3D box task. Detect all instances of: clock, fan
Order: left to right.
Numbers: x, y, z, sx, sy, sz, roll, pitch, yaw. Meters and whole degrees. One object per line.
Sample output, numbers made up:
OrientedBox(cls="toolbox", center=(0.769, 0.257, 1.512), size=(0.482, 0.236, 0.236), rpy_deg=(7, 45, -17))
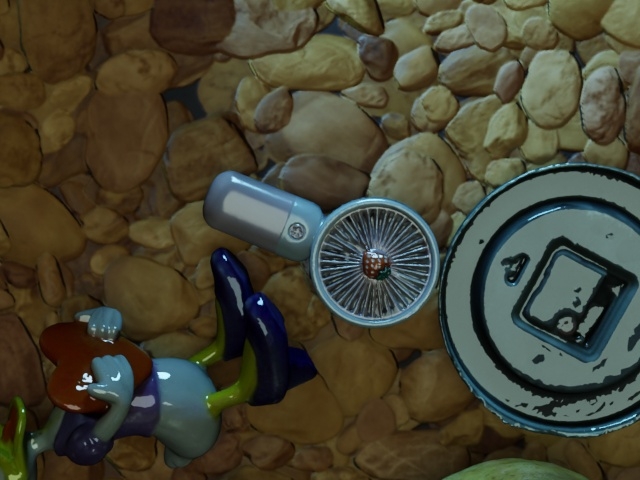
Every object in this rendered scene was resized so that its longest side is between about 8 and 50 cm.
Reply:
OrientedBox(cls="fan", center=(0.000, 0.000, 1.718), size=(0.244, 0.074, 0.130), rpy_deg=(21, 96, -3))
OrientedBox(cls="clock", center=(0.252, 0.059, 1.741), size=(0.281, 0.055, 0.280), rpy_deg=(0, 97, -1))

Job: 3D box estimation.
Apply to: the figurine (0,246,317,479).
OrientedBox(cls="figurine", center=(-0.214, 0.170, 1.701), size=(0.421, 0.154, 0.193), rpy_deg=(-20, 131, -7))

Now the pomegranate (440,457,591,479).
OrientedBox(cls="pomegranate", center=(0.182, 0.351, 1.670), size=(0.281, 0.281, 0.281), rpy_deg=(0, 97, -2))
